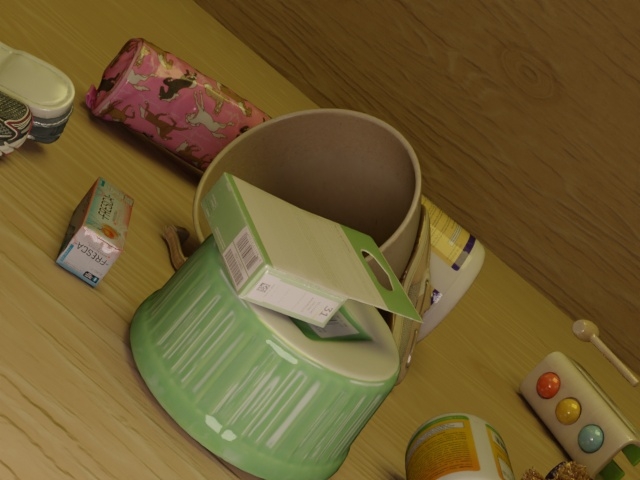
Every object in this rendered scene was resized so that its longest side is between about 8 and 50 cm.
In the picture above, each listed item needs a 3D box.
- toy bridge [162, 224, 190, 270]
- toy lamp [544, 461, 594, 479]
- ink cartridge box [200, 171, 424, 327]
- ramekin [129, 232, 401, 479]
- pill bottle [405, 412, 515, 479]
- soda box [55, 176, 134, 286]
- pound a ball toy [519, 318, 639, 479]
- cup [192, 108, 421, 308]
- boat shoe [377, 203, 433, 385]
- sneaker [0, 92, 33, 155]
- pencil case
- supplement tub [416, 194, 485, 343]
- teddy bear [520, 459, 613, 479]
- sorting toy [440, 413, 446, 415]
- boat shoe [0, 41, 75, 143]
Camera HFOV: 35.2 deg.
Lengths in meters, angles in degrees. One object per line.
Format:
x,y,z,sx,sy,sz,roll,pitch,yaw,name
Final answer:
-0.176,0.041,1.428,0.188,0.026,0.063,49,17,32,toy bridge
0.477,0.480,1.649,0.275,0.080,0.080,50,17,26,toy lamp
-0.010,0.026,1.141,0.235,0.056,0.171,25,25,-37,ink cartridge box
-0.053,0.118,1.170,0.303,0.148,0.303,33,21,-14,ramekin
0.175,0.322,1.232,0.136,0.136,0.246,38,14,-8,pill bottle
-0.278,-0.015,1.259,0.058,0.063,0.183,35,14,-17,soda box
0.540,0.315,2.044,0.135,0.208,0.319,29,18,-37,pound a ball toy
0.000,0.000,1.512,0.331,0.331,0.237,51,-14,38,cup
0.128,0.085,1.640,0.109,0.302,0.098,-5,-30,40,boat shoe
-0.464,-0.186,1.216,0.121,0.112,0.299,48,15,31,sneaker
-0.216,-0.203,1.786,0.386,0.167,0.160,32,-5,-28,pencil case
0.103,0.004,1.815,0.331,0.241,0.241,40,14,-1,supplement tub
0.410,0.434,1.498,0.338,0.113,0.245,1,56,-52,teddy bear
0.185,0.305,1.514,0.075,0.045,0.083,10,32,-50,sorting toy
-0.488,-0.240,1.410,0.319,0.099,0.116,30,52,5,boat shoe
